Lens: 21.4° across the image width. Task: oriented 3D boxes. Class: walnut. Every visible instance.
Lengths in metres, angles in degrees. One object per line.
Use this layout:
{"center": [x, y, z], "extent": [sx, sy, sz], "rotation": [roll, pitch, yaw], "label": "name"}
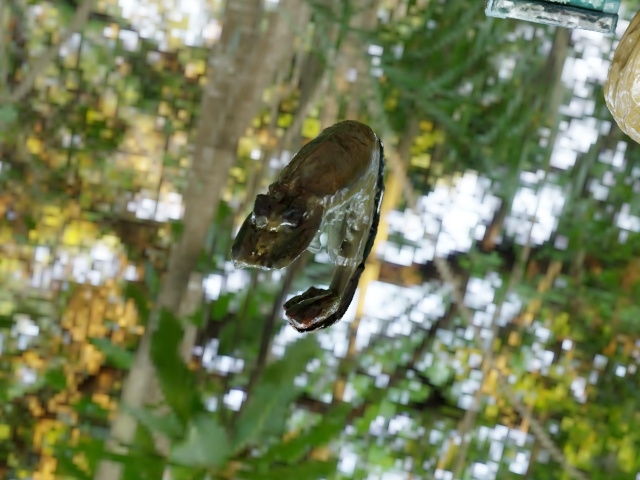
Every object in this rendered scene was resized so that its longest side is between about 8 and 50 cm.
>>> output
{"center": [0.410, -0.195, 1.923], "extent": [0.159, 0.206, 0.159], "rotation": [14, -151, -8], "label": "walnut"}

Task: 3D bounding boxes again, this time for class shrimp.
{"center": [-0.001, 0.000, 1.313], "extent": [0.058, 0.173, 0.253], "rotation": [10, -151, 19], "label": "shrimp"}

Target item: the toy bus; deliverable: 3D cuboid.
{"center": [0.230, -0.296, 1.653], "extent": [0.128, 0.147, 0.256], "rotation": [10, -158, -1], "label": "toy bus"}
